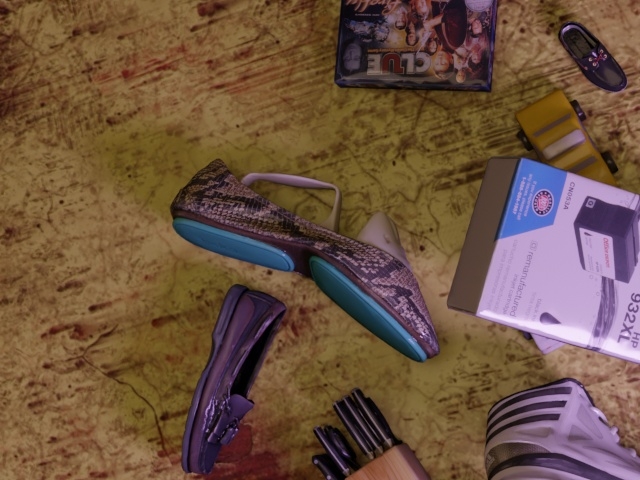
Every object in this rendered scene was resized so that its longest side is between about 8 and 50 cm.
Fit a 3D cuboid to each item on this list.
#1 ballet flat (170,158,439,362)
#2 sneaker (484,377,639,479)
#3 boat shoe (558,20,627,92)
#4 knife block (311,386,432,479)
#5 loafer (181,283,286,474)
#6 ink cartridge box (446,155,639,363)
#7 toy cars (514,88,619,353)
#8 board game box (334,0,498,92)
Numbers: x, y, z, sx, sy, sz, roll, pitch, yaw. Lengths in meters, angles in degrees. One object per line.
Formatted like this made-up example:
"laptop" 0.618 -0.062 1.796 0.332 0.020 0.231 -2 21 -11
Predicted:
"ballet flat" 0.000 0.000 1.829 0.482 0.164 0.182 27 71 18
"sneaker" 0.431 0.315 1.654 0.447 0.257 0.169 19 130 -12
"boat shoe" 0.405 -0.273 1.795 0.049 0.042 0.133 -41 76 5
"knife block" 0.119 0.352 1.776 0.275 0.088 0.242 9 87 17
"loafer" -0.134 0.221 1.857 0.095 0.109 0.303 14 85 13
"ink cartridge box" 0.360 0.033 1.656 0.307 0.129 0.223 16 88 -13
"toy cars" 0.336 -0.033 1.761 0.176 0.087 0.394 12 87 17
"board game box" 0.149 -0.317 1.870 0.243 0.042 0.165 3 85 16
